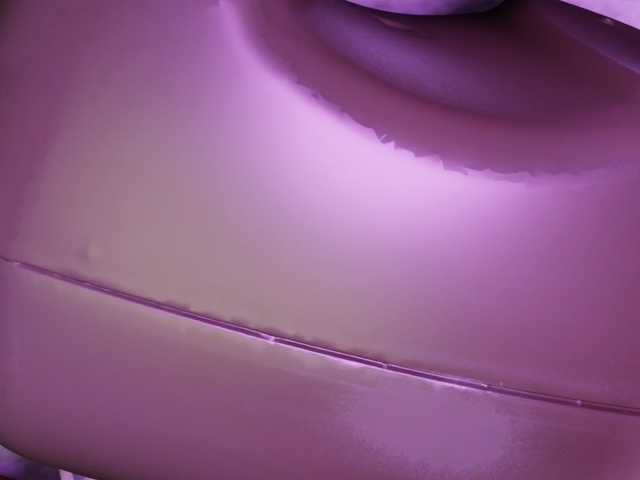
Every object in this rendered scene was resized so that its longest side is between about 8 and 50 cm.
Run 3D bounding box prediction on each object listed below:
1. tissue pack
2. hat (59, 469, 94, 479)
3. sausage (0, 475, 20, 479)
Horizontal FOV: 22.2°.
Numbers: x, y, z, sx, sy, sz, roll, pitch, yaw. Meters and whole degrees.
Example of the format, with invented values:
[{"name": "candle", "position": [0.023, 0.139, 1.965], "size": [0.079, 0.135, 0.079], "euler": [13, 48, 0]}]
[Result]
[{"name": "tissue pack", "position": [0.000, 0.000, 0.779], "size": [0.387, 0.267, 0.277], "euler": [13, 105, -18]}, {"name": "hat", "position": [-0.083, 0.115, 0.972], "size": [0.219, 0.164, 0.226], "euler": [-3, 86, -21]}, {"name": "sausage", "position": [-0.249, 0.194, 0.993], "size": [0.179, 0.089, 0.089], "euler": [-14, 126, 2]}]
